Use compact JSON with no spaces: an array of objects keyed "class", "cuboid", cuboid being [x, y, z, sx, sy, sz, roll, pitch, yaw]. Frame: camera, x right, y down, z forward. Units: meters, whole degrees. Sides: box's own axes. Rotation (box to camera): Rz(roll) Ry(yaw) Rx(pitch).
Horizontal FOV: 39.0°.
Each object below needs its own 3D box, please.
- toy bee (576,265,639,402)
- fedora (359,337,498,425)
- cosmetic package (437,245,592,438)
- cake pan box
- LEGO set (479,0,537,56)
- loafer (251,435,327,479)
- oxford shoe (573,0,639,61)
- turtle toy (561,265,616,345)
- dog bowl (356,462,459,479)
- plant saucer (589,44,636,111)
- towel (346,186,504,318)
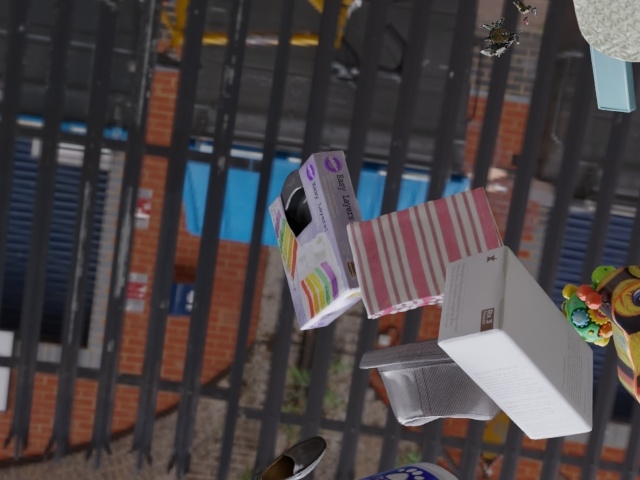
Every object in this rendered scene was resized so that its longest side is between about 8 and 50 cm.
[{"class":"toy bee","cuboid":[0.415,0.095,1.188,0.162,0.298,0.195,-7,178,-6]},{"class":"fedora","cuboid":[0.184,0.204,1.319,0.243,0.124,0.275,-10,173,18]},{"class":"cosmetic package","cuboid":[0.229,0.123,1.037,0.085,0.117,0.231,-19,131,35]},{"class":"cake pan box","cuboid":[0.000,0.000,1.619,0.070,0.267,0.246,-6,163,-27]},{"class":"LEGO set","cuboid":[0.212,-0.235,1.026,0.054,0.083,0.023,55,176,36]},{"class":"loafer","cuboid":[-0.053,0.428,1.726,0.170,0.062,0.061,-34,166,-25]},{"class":"oxford shoe","cuboid":[0.312,-0.362,0.874,0.169,0.130,0.449,18,158,27]},{"class":"turtle toy","cuboid":[0.430,0.100,1.415,0.095,0.130,0.066,23,164,-7]},{"class":"dog bowl","cuboid":[0.126,0.445,1.232,0.104,0.265,0.265,-5,-167,-31]},{"class":"plant saucer","cuboid":[0.478,-0.283,1.486,0.067,0.018,0.192,13,147,32]},{"class":"towel","cuboid":[0.140,0.013,1.190,0.197,0.144,0.029,-15,151,3]}]
